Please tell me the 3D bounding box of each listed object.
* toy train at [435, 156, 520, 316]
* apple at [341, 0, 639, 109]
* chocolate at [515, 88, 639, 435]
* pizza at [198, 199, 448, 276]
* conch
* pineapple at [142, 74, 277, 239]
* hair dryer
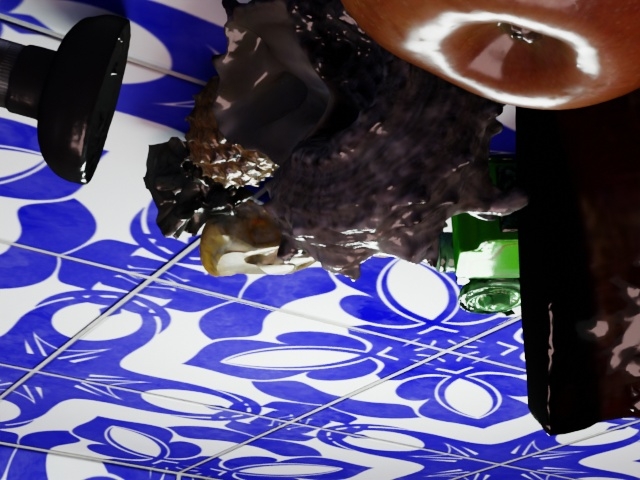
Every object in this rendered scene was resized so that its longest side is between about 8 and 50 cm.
[{"bbox_3d":[0.249,-0.004,1.379,0.243,0.133,0.188,-1,151,1],"label":"toy train"},{"bbox_3d":[0.137,-0.204,0.802,0.271,0.206,0.251,21,171,-30],"label":"apple"},{"bbox_3d":[0.339,-0.019,1.068,0.331,0.384,0.384,-1,155,4],"label":"chocolate"},{"bbox_3d":[0.000,-0.001,1.437,0.296,0.071,0.189,-5,163,-21],"label":"pizza"},{"bbox_3d":[0.025,-0.091,1.022,0.241,0.313,0.186,-50,158,7],"label":"conch"},{"bbox_3d":[-0.110,-0.082,1.257,0.111,0.119,0.237,23,145,-18],"label":"pineapple"},{"bbox_3d":[-0.331,-0.156,1.182,0.320,0.156,0.284,14,176,4],"label":"hair dryer"}]
